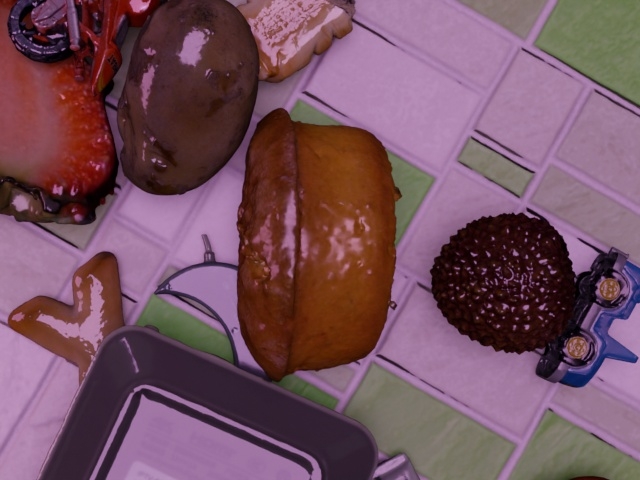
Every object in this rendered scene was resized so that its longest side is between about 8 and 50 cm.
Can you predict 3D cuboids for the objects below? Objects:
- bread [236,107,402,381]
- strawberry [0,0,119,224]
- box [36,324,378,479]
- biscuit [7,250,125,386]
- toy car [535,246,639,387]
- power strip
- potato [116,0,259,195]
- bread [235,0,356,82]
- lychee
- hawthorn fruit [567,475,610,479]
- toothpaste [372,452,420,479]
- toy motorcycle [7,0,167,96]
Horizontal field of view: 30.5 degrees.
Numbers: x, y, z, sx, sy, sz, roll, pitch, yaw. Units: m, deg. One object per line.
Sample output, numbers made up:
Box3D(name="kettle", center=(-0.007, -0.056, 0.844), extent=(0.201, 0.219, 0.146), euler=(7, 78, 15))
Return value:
Box3D(name="bread", center=(0.000, 0.000, 1.409), extent=(0.194, 0.179, 0.340), euler=(5, 82, -15))
Box3D(name="strawberry", center=(-0.369, -0.154, 1.467), extent=(0.233, 0.138, 0.306), euler=(7, 62, -21))
Box3D(name="box", center=(-0.156, 0.327, 1.409), extent=(0.367, 0.090, 0.373), euler=(24, 83, -5))
Box3D(name="biscuit", center=(-0.277, 0.138, 1.485), extent=(0.164, 0.047, 0.208), euler=(-34, 90, -2))
Box3D(name="toy car", center=(0.356, 0.107, 1.486), extent=(0.100, 0.097, 0.191), euler=(30, 87, -2))
Box3D(name="power strip", center=(-0.119, 0.097, 1.493), extent=(0.137, 0.044, 0.216), euler=(-27, 90, -3))
Box3D(name="potato", center=(-0.160, -0.171, 1.419), extent=(0.165, 0.165, 0.262), euler=(29, 122, -1))
Box3D(name="bread", center=(-0.041, -0.277, 1.488), extent=(0.177, 0.084, 0.119), euler=(-38, 88, -2))
Box3D(name="lychee", center=(0.224, 0.051, 1.439), extent=(0.188, 0.188, 0.188), euler=(0, 88, -2))
Box3D(name="hawthorn fruit", center=(0.327, 0.354, 1.462), extent=(0.138, 0.133, 0.133), euler=(-32, 90, -17))
Box3D(name="toothpaste", center=(0.163, 0.458, 1.488), extent=(0.098, 0.061, 0.392), euler=(-31, 87, -3))
Box3D(name="toy motorcycle", center=(-0.251, -0.322, 1.455), extent=(0.171, 0.089, 0.298), euler=(33, 68, 0))
